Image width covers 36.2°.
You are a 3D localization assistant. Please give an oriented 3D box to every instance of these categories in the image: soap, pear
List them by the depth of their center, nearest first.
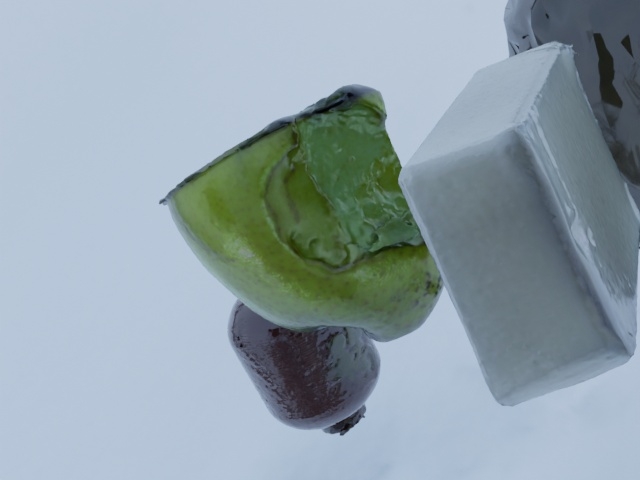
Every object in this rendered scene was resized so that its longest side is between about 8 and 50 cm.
[{"bbox_3d":[0.107,-0.018,0.476,0.064,0.121,0.183,-20,14,26],"label":"soap"},{"bbox_3d":[0.000,0.000,0.997,0.238,0.255,0.164,-28,2,-23],"label":"pear"}]

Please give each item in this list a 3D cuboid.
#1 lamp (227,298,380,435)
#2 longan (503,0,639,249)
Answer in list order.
[{"bbox_3d":[-0.019,0.132,1.287,0.180,0.258,0.180,-23,19,8],"label":"lamp"},{"bbox_3d":[0.354,-0.173,0.855,0.391,0.391,0.390,-17,59,30],"label":"longan"}]
